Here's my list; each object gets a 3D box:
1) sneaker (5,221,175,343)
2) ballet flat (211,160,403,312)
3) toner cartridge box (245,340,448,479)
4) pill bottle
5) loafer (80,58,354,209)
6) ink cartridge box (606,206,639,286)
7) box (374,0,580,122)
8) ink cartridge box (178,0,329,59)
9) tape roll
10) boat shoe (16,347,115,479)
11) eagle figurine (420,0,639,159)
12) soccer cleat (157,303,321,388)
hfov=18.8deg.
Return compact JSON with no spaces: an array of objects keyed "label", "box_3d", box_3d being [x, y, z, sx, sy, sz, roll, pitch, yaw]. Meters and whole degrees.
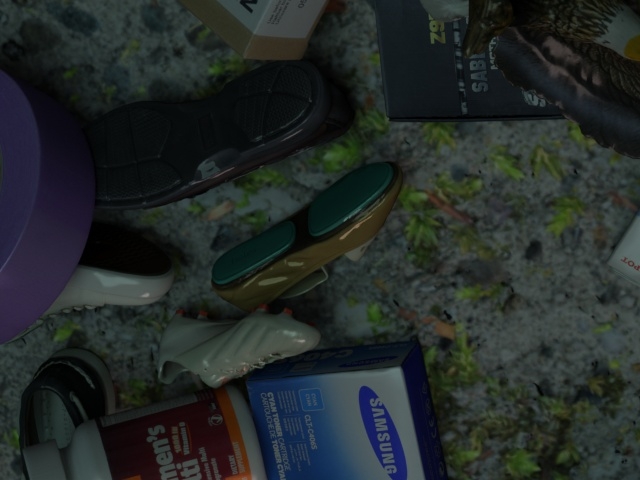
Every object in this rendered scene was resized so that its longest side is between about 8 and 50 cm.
[{"label":"sneaker","box_3d":[-0.269,0.047,1.933,0.290,0.106,0.123,9,113,27]},{"label":"ballet flat","box_3d":[0.000,0.000,1.850,0.232,0.080,0.073,-29,125,27]},{"label":"toner cartridge box","box_3d":[0.046,0.280,1.914,0.165,0.075,0.348,-8,105,19]},{"label":"pill bottle","box_3d":[-0.172,0.223,1.894,0.221,0.121,0.121,-15,104,-10]},{"label":"loafer","box_3d":[-0.109,-0.086,1.837,0.302,0.095,0.109,-17,67,25]},{"label":"ink cartridge box","box_3d":[0.327,-0.010,1.737,0.088,0.052,0.122,32,113,6]},{"label":"box","box_3d":[0.140,-0.224,1.719,0.183,0.059,0.233,2,108,23]},{"label":"ink cartridge box","box_3d":[-0.054,-0.308,1.712,0.193,0.088,0.235,43,117,27]},{"label":"tape roll","box_3d":[-0.351,-0.033,1.855,0.274,0.090,0.275,-12,67,28]},{"label":"boat shoe","box_3d":[-0.259,0.266,2.001,0.114,0.091,0.303,-5,106,19]},{"label":"eagle figurine","box_3d":[0.236,-0.194,1.599,0.226,0.298,0.225,-33,61,43]},{"label":"soccer cleat","box_3d":[-0.079,0.107,1.872,0.196,0.068,0.076,-4,64,41]}]
